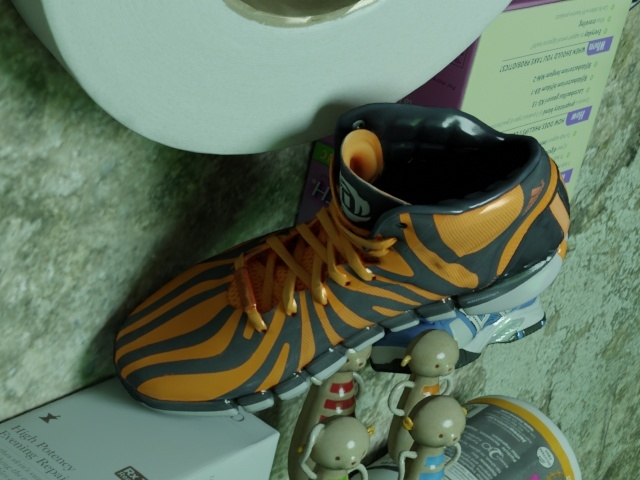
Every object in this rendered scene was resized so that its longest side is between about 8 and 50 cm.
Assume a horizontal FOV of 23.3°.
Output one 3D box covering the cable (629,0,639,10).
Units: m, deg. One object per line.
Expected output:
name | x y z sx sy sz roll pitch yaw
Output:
cable | 0.239 -0.242 1.332 0.184 0.047 0.150 -28 132 -39

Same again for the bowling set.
bowling set | 0.046 0.161 1.181 0.287 0.200 0.154 -10 122 -39

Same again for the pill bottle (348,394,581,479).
pill bottle | 0.107 0.263 1.436 0.278 0.162 0.162 -26 135 -45

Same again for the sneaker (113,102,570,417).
sneaker | 0.000 0.000 0.994 0.321 0.124 0.180 -23 151 0

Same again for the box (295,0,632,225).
box | 0.108 -0.091 1.184 0.213 0.117 0.243 -19 129 -49

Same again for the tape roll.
tape roll | 0.002 -0.225 0.861 0.392 0.072 0.392 -25 140 -23

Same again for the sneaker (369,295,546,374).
sneaker | 0.117 0.064 1.387 0.211 0.080 0.081 -23 107 -44

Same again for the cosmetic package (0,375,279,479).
cosmetic package | -0.147 0.164 1.018 0.231 0.117 0.085 -23 134 -48
